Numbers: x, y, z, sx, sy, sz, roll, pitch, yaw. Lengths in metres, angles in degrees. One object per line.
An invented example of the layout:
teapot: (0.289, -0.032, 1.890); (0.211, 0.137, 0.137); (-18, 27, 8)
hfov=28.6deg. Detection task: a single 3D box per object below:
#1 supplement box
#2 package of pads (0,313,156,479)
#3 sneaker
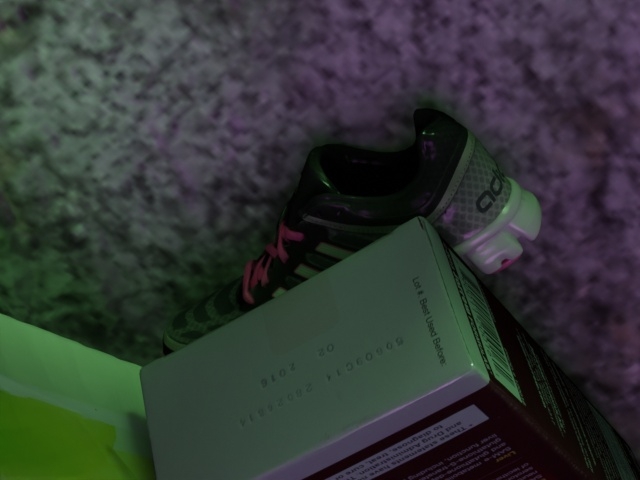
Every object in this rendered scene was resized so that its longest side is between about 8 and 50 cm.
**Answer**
supplement box: (0.049, 0.099, 0.526); (0.130, 0.073, 0.239); (-29, 139, 15)
package of pads: (-0.169, 0.134, 0.485); (0.229, 0.101, 0.296); (-40, 147, 11)
sneaker: (0.000, 0.000, 0.516); (0.170, 0.063, 0.075); (-26, 113, 15)
